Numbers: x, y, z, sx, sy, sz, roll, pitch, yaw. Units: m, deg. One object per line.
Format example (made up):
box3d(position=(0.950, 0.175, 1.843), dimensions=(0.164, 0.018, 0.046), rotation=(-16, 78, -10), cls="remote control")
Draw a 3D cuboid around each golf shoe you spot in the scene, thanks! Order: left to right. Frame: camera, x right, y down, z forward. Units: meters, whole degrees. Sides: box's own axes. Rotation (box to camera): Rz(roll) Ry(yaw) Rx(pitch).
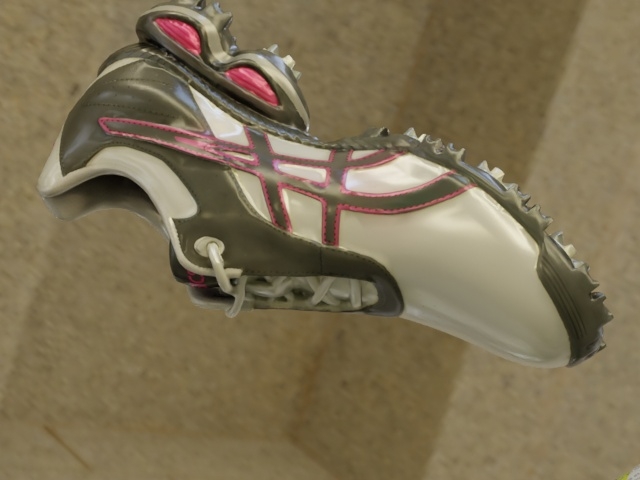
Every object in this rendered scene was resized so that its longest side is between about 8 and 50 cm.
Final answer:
box3d(position=(0.000, 0.000, 0.906), dimensions=(0.120, 0.273, 0.105), rotation=(-50, -24, -23), cls="golf shoe")

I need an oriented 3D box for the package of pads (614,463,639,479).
box3d(position=(0.135, 0.240, 0.751), dimensions=(0.229, 0.101, 0.296), rotation=(-33, -63, -7), cls="package of pads")
